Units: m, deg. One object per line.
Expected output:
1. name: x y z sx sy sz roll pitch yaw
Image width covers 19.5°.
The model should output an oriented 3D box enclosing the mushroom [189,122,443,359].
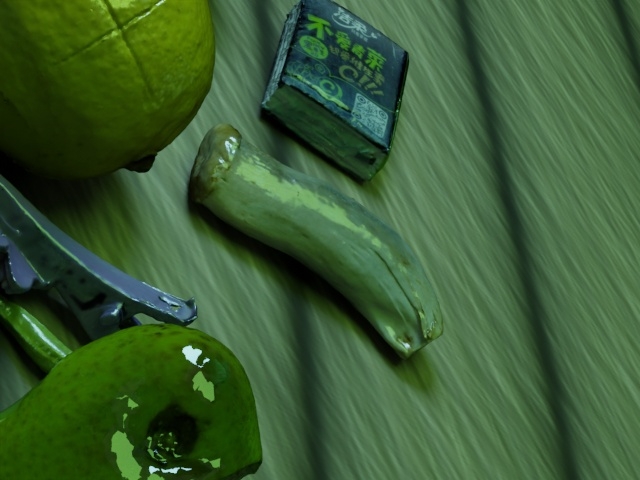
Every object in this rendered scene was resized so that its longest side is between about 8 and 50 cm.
1. mushroom: 0.000 0.000 2.110 0.351 0.095 0.123 37 54 -7

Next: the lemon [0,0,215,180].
1. lemon: -0.252 -0.211 1.905 0.297 0.297 0.297 27 38 -23

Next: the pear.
1. pear: -0.186 0.176 1.564 0.286 0.282 0.176 -22 78 -54

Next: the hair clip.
1. hair clip: -0.258 0.028 1.820 0.278 0.090 0.137 35 25 -6

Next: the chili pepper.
1. chili pepper: -0.248 0.114 1.778 0.208 0.043 0.049 40 47 -4

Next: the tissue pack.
1. tissue pack: 0.021 -0.201 2.355 0.173 0.073 0.235 32 35 -16
